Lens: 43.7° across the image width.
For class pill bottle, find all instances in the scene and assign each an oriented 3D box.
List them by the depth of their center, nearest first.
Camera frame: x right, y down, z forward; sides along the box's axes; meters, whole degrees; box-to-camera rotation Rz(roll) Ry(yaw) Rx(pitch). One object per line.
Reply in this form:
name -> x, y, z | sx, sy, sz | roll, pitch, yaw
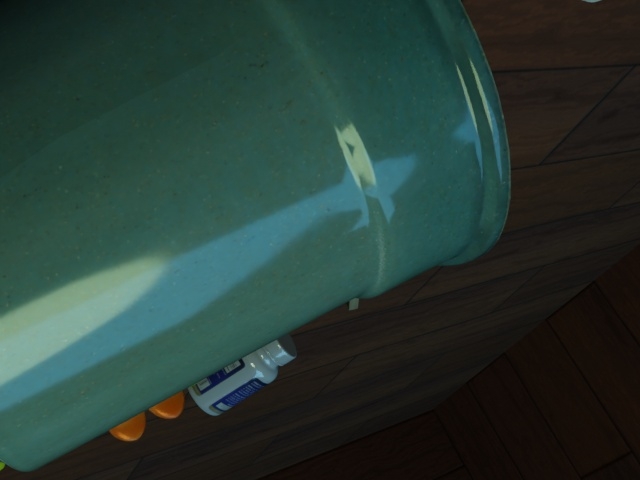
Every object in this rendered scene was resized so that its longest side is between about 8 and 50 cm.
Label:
pill bottle -> -0.141, 0.223, 1.434 | 0.187, 0.112, 0.112 | -33, 157, 12

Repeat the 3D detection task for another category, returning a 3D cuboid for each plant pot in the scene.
plant pot -> -0.115, -0.046, 0.537 | 0.334, 0.341, 0.341 | -31, 159, -16

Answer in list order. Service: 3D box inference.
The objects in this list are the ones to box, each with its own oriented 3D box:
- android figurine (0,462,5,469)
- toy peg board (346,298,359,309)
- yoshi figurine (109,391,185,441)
android figurine -> -0.467, 0.221, 0.889 | 0.248, 0.273, 0.056 | -13, 111, -54
toy peg board -> 0.000, 0.000, 1.086 | 0.079, 0.160, 0.161 | -10, 155, -4
yoshi figurine -> -0.281, 0.077, 0.764 | 0.362, 0.203, 0.202 | 2, 105, -27
